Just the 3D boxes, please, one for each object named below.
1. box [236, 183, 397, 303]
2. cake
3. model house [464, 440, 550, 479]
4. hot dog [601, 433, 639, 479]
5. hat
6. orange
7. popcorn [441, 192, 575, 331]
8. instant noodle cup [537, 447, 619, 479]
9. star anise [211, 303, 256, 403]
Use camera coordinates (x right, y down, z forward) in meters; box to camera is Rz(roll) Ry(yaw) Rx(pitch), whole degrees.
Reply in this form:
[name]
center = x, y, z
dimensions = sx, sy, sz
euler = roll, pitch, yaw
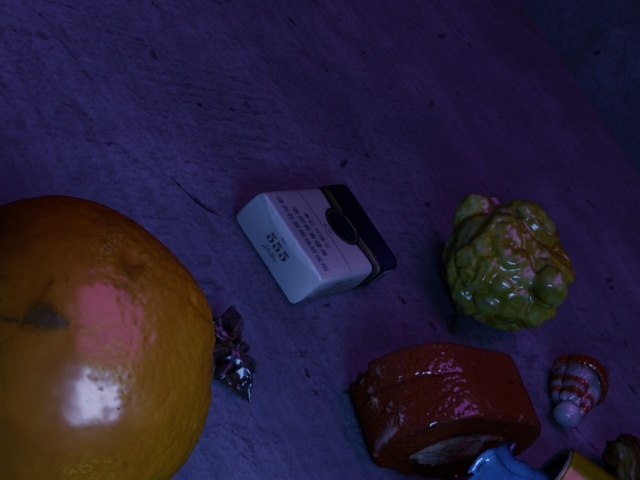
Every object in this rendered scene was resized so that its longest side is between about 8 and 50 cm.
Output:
[box]
center = 0.000, 0.000, 1.984
dimensions = 0.168, 0.071, 0.259
euler = 56, 28, 12
[cake]
center = 0.181, 0.235, 1.838
dimensions = 0.283, 0.177, 0.151
euler = 20, 38, -43
[model house]
center = 0.272, 0.440, 1.600
dimensions = 0.303, 0.215, 0.237
euler = 52, -10, -36
[hot dog]
center = 0.582, 0.439, 2.255
dimensions = 0.272, 0.122, 0.196
euler = 29, 31, -28
[hat]
center = 0.446, 0.277, 2.318
dimensions = 0.112, 0.093, 0.162
euler = 40, 45, 2
[orange]
center = -0.242, 0.111, 1.204
dimensions = 0.312, 0.312, 0.312
euler = 37, 29, -25
[popcorn]
center = 0.321, 0.041, 2.257
dimensions = 0.241, 0.235, 0.250
euler = 26, 7, 5
[instant noodle cup]
center = 0.408, 0.433, 1.922
dimensions = 0.236, 0.215, 0.215
euler = 42, 26, 1
[star anise]
center = -0.118, 0.127, 1.649
dimensions = 0.124, 0.056, 0.129
euler = 49, 27, -29
